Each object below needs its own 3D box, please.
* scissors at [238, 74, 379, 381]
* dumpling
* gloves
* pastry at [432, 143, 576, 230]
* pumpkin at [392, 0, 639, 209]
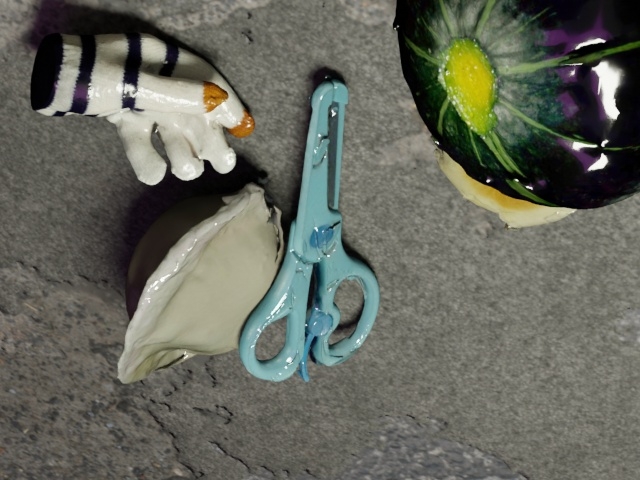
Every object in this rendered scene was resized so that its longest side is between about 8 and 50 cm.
[{"bbox_3d":[0.000,0.000,1.585,0.032,0.180,0.393,41,138,39],"label":"scissors"},{"bbox_3d":[-0.148,0.038,1.632,0.204,0.163,0.293,-12,148,-25],"label":"dumpling"},{"bbox_3d":[-0.176,-0.147,1.527,0.218,0.131,0.140,5,140,-25],"label":"gloves"},{"bbox_3d":[0.190,-0.091,1.426,0.166,0.088,0.166,14,138,13],"label":"pastry"},{"bbox_3d":[0.211,-0.187,1.235,0.296,0.296,0.296,13,137,12],"label":"pumpkin"}]
